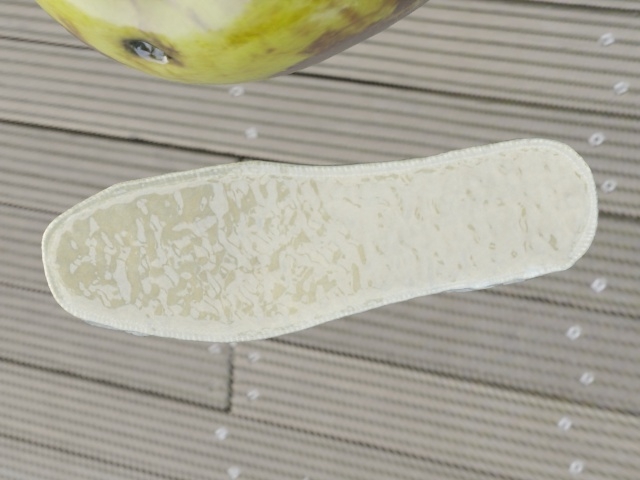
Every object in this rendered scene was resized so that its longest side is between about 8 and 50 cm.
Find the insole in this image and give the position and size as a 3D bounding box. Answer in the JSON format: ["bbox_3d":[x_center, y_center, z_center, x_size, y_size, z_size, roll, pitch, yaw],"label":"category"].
[{"bbox_3d":[0.000,0.000,0.620,0.248,0.011,0.081,-9,96,2],"label":"insole"}]

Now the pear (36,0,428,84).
[{"bbox_3d":[-0.031,-0.204,0.645,0.284,0.283,0.283,6,105,24],"label":"pear"}]
